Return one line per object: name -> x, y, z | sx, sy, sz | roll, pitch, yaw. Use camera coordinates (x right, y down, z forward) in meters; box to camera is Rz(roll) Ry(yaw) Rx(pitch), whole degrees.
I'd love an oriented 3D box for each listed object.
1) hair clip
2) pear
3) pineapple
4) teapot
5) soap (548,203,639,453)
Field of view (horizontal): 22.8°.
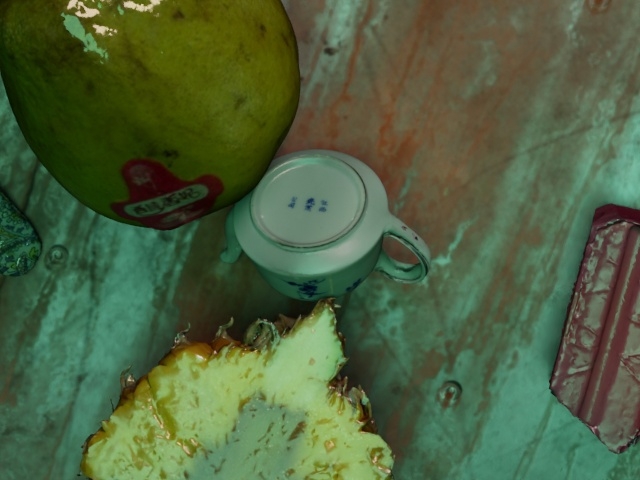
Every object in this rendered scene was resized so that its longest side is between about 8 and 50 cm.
hair clip -> -0.385, -0.055, 1.701 | 0.066, 0.036, 0.229 | -38, 98, 4
pear -> -0.177, -0.178, 1.516 | 0.287, 0.287, 0.375 | -37, 137, 10
pineapple -> -0.043, 0.191, 1.680 | 0.344, 0.209, 0.286 | 27, 89, 2
teapot -> 0.000, 0.000, 1.645 | 0.232, 0.159, 0.159 | 7, 103, 13
soap -> 0.330, 0.096, 1.657 | 0.162, 0.099, 0.250 | 14, 102, 0
